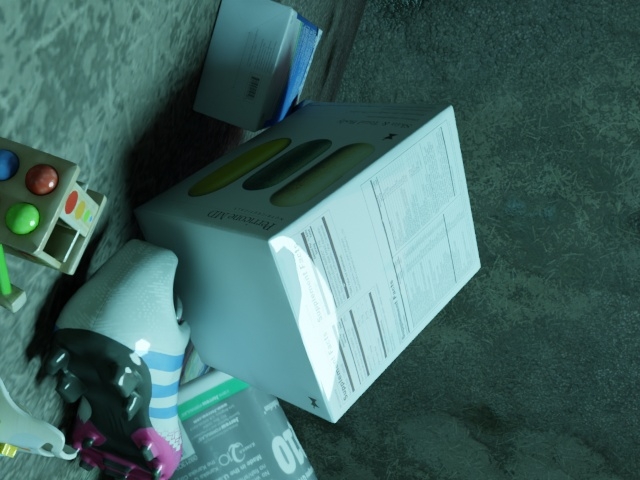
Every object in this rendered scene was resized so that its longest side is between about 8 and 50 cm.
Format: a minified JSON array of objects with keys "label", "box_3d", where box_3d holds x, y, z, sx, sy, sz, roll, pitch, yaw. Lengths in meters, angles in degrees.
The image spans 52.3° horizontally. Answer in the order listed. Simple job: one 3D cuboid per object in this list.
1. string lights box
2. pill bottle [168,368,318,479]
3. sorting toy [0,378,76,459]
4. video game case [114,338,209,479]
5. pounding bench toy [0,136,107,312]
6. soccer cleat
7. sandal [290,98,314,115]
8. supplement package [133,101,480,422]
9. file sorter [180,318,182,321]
[{"label":"string lights box","box_3d":[-0.065,-0.213,0.792,0.259,0.077,0.133,-63,173,-76]},{"label":"pill bottle","box_3d":[-0.096,0.352,0.845,0.204,0.361,0.204,-28,171,-5]},{"label":"sorting toy","box_3d":[-0.195,0.121,0.420,0.083,0.075,0.045,105,4,-58]},{"label":"video game case","box_3d":[-0.239,0.253,1.110,0.300,0.036,0.329,104,6,-67]},{"label":"pounding bench toy","box_3d":[-0.166,-0.005,0.358,0.065,0.052,0.083,101,8,-76]},{"label":"soccer cleat","box_3d":[-0.171,0.132,0.629,0.331,0.116,0.143,106,4,-51]},{"label":"sandal","box_3d":[0.011,-0.063,0.878,0.254,0.054,0.097,68,27,-13]},{"label":"supplement package","box_3d":[0.000,0.000,0.667,0.263,0.199,0.198,-39,125,-35]},{"label":"file sorter","box_3d":[-0.071,0.007,0.985,0.290,0.202,0.182,-67,174,-65]}]
